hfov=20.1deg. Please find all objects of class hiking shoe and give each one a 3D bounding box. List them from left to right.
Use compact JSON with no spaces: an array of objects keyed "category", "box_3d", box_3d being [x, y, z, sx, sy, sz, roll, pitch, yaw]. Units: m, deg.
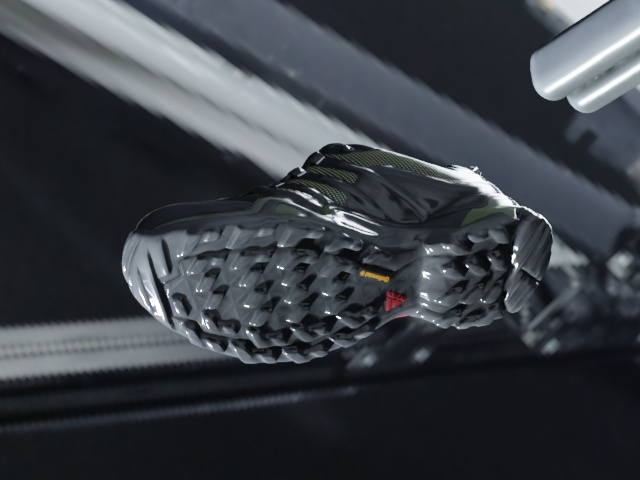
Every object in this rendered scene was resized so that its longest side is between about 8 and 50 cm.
[{"category":"hiking shoe","box_3d":[0.000,0.000,0.937,0.227,0.086,0.114,-1,-153,-23]}]

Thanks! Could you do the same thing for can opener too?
[{"category":"can opener","box_3d":[0.266,-0.195,1.301,0.076,0.283,0.095,15,-123,-36]}]
